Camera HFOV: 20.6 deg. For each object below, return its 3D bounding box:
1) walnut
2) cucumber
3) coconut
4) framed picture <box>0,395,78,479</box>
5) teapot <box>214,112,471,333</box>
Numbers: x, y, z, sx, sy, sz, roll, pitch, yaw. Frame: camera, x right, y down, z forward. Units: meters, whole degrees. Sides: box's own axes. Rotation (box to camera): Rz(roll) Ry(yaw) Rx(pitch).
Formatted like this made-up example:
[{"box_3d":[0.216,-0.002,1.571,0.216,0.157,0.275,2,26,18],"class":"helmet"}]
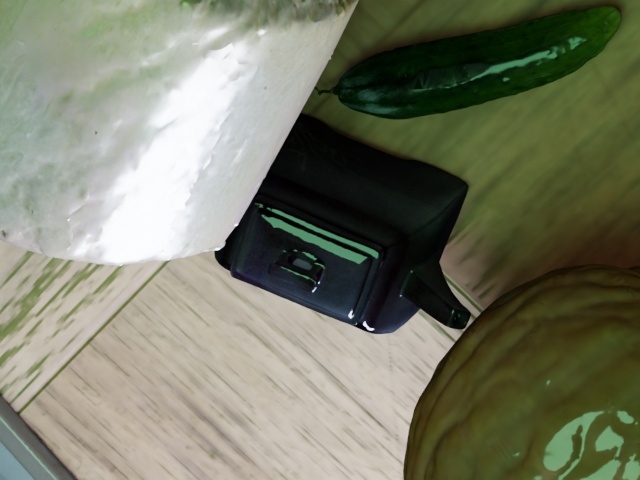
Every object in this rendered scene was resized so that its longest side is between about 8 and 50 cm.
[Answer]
[{"box_3d":[0.146,0.107,0.884,0.213,0.213,0.213,7,116,15],"class":"walnut"},{"box_3d":[0.073,-0.086,0.898,0.168,0.039,0.039,-12,110,21],"class":"cucumber"},{"box_3d":[-0.111,-0.105,0.826,0.239,0.239,0.244,32,129,1],"class":"coconut"},{"box_3d":[-0.283,0.139,1.132,0.213,0.016,0.289,-35,100,28],"class":"framed picture"},{"box_3d":[0.000,0.000,0.928,0.177,0.096,0.087,24,120,7],"class":"teapot"}]
